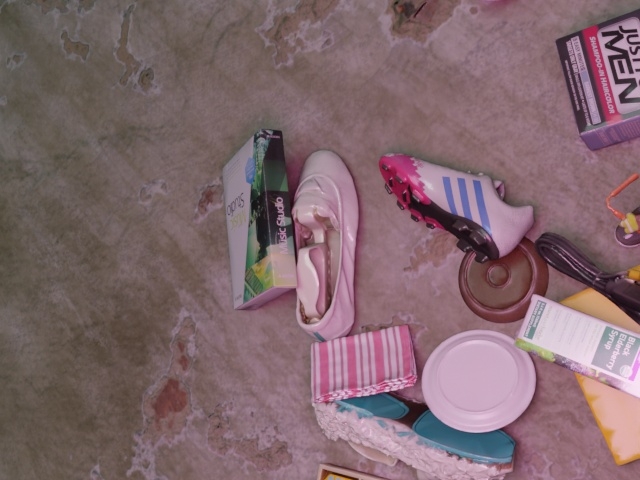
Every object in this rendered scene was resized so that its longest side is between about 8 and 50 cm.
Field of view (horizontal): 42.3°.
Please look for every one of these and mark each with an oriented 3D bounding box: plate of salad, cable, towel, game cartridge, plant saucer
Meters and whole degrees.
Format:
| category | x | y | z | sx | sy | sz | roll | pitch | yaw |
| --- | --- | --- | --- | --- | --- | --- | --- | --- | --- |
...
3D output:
| category | x | y | z | sx | sy | sz | roll | pitch | yaw |
| --- | --- | --- | --- | --- | --- | --- | --- | --- | --- |
| plate of salad | 0.279 | 0.249 | 1.462 | 0.200 | 0.048 | 0.199 | -10 | 51 | 13 |
| cable | 0.481 | 0.066 | 1.335 | 0.072 | 0.139 | 0.287 | -42 | 40 | -11 |
| towel | 0.076 | 0.225 | 1.536 | 0.197 | 0.029 | 0.144 | -12 | 39 | 7 |
| game cartridge | 0.569 | 0.172 | 1.334 | 0.324 | 0.053 | 0.285 | -28 | 68 | 20 |
| plant saucer | 0.326 | 0.065 | 1.498 | 0.168 | 0.029 | 0.168 | -5 | 79 | 29 |

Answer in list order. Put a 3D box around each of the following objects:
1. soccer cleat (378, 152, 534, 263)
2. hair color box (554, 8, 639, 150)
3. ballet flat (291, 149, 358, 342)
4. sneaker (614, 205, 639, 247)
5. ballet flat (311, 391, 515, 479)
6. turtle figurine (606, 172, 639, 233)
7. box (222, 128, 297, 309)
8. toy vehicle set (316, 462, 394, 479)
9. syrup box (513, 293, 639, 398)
| category | x | y | z | sx | sy | sz | roll | pitch | yaw |
| --- | --- | --- | --- | --- | --- | --- | --- | --- | --- |
| soccer cleat | 0.251 | -0.083 | 1.536 | 0.143 | 0.116 | 0.331 | -36 | 51 | -15 |
| hair color box | 0.601 | -0.299 | 1.363 | 0.374 | 0.113 | 0.185 | -17 | 73 | 25 |
| ballet flat | 0.000 | 0.000 | 1.634 | 0.139 | 0.139 | 0.400 | -8 | 76 | 28 |
| sneaker | 0.556 | -0.046 | 1.368 | 0.158 | 0.065 | 0.061 | -35 | 67 | 19 |
| ballet flat | 0.164 | 0.358 | 1.496 | 0.409 | 0.147 | 0.147 | 16 | 89 | 34 |
| turtle figurine | 0.600 | -0.032 | 1.273 | 0.270 | 0.087 | 0.217 | -18 | 81 | 11 |
| box | -0.129 | -0.035 | 1.686 | 0.232 | 0.058 | 0.322 | -33 | 61 | 60 |
| toy vehicle set | 0.105 | 0.525 | 1.530 | 0.267 | 0.035 | 0.166 | 6 | 84 | 30 |
| syrup box | 0.443 | 0.173 | 1.317 | 0.237 | 0.096 | 0.093 | 22 | 91 | 31 |
